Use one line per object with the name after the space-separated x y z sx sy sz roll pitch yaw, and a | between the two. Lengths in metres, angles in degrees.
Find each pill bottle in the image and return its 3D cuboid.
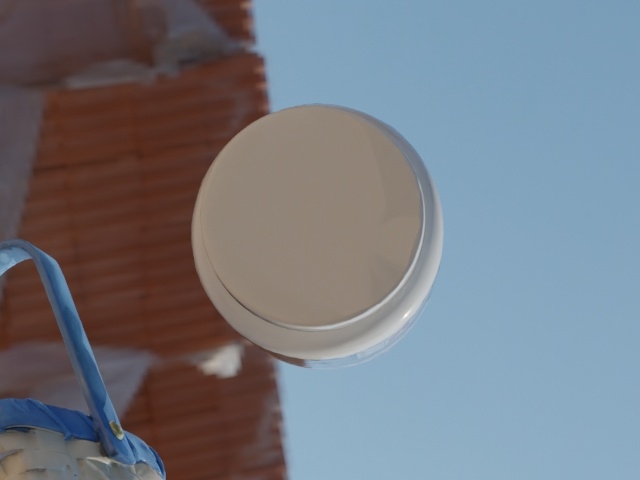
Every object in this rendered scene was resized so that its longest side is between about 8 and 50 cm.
0.000 0.000 1.227 0.278 0.162 0.162 78 1 -84 | pill bottle

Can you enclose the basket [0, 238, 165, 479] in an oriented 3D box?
-0.214 0.169 1.133 0.255 0.201 0.289 -41 -128 11 | basket
